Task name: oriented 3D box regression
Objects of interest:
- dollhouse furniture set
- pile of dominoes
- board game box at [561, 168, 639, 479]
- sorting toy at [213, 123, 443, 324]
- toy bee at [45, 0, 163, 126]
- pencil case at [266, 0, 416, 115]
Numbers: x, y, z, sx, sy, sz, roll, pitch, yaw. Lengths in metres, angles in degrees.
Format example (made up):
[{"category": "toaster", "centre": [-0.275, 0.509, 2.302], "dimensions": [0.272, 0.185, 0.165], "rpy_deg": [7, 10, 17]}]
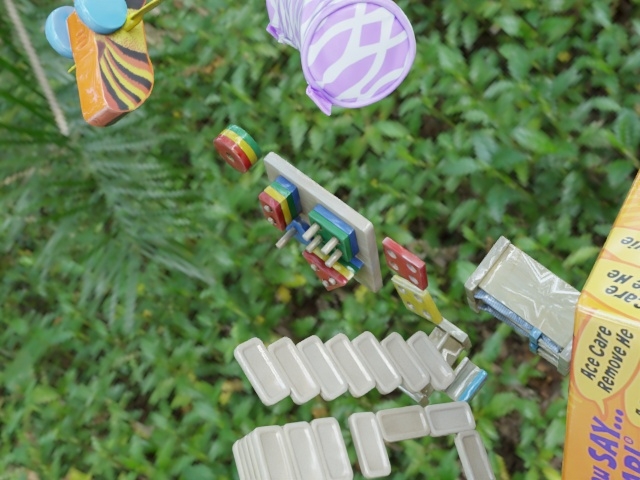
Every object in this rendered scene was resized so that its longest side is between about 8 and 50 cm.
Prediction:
[{"category": "dollhouse furniture set", "centre": [0.185, 0.117, 1.168], "dimensions": [0.184, 0.129, 0.129], "rpy_deg": [-52, -17, -4]}, {"category": "pile of dominoes", "centre": [0.039, 0.179, 1.008], "dimensions": [0.040, 0.251, 0.196], "rpy_deg": [-39, 60, 45]}, {"category": "board game box", "centre": [0.395, 0.099, 0.799], "dimensions": [0.356, 0.356, 0.356], "rpy_deg": [16, 47, 23]}, {"category": "sorting toy", "centre": [0.000, 0.000, 1.111], "dimensions": [0.274, 0.132, 0.046], "rpy_deg": [36, 72, 23]}, {"category": "toy bee", "centre": [-0.267, -0.301, 1.476], "dimensions": [0.195, 0.162, 0.298], "rpy_deg": [3, 101, 43]}, {"category": "pencil case", "centre": [0.007, -0.164, 0.852], "dimensions": [0.088, 0.086, 0.206], "rpy_deg": [-39, 23, 6]}]
